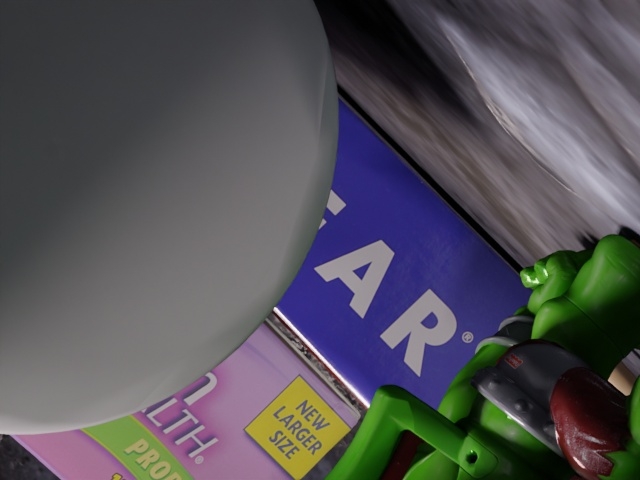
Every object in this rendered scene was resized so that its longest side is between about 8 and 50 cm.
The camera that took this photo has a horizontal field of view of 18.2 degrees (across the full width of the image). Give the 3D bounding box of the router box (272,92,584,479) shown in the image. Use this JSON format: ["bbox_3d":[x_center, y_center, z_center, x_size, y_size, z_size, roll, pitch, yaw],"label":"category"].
[{"bbox_3d":[0.000,0.000,0.942,0.335,0.082,0.301,46,177,13],"label":"router box"}]

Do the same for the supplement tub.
[{"bbox_3d":[-0.119,-0.065,0.657,0.191,0.191,0.272,47,177,-28],"label":"supplement tub"}]

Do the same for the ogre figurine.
[{"bbox_3d":[0.060,0.059,0.516,0.097,0.118,0.197,48,177,-33],"label":"ogre figurine"}]

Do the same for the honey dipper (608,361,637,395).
[{"bbox_3d":[0.140,0.088,0.702,0.161,0.030,0.030,49,177,2],"label":"honey dipper"}]

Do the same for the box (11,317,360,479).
[{"bbox_3d":[-0.129,0.012,0.964,0.213,0.117,0.243,48,176,-36],"label":"box"}]
